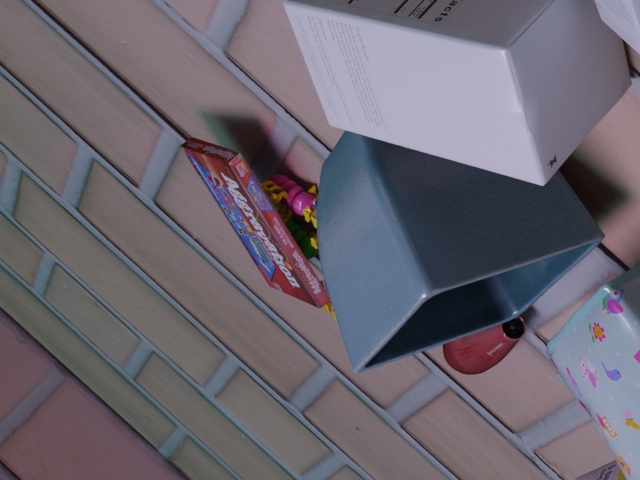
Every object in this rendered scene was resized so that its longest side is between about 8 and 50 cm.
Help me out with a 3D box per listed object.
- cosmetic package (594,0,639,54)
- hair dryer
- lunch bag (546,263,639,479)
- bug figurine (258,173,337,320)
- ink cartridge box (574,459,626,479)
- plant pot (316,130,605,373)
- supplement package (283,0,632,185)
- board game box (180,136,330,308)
[{"bbox_3d":[0.270,-0.281,1.308,0.231,0.085,0.117,63,179,-35],"label":"cosmetic package"},{"bbox_3d":[0.157,0.121,2.073,0.293,0.080,0.223,3,158,36],"label":"hair dryer"},{"bbox_3d":[0.384,0.160,1.740,0.223,0.160,0.262,56,153,15],"label":"lunch bag"},{"bbox_3d":[0.000,0.000,2.187,0.216,0.072,0.279,38,159,25],"label":"bug figurine"},{"bbox_3d":[0.420,0.358,1.896,0.117,0.201,0.278,47,134,-6],"label":"ink cartridge box"},{"bbox_3d":[0.128,-0.030,1.749,0.252,0.247,0.248,64,153,17],"label":"plant pot"},{"bbox_3d":[0.142,-0.204,1.546,0.293,0.175,0.177,20,145,39],"label":"supplement package"},{"bbox_3d":[-0.094,-0.025,2.186,0.145,0.027,0.281,19,146,54],"label":"board game box"}]
